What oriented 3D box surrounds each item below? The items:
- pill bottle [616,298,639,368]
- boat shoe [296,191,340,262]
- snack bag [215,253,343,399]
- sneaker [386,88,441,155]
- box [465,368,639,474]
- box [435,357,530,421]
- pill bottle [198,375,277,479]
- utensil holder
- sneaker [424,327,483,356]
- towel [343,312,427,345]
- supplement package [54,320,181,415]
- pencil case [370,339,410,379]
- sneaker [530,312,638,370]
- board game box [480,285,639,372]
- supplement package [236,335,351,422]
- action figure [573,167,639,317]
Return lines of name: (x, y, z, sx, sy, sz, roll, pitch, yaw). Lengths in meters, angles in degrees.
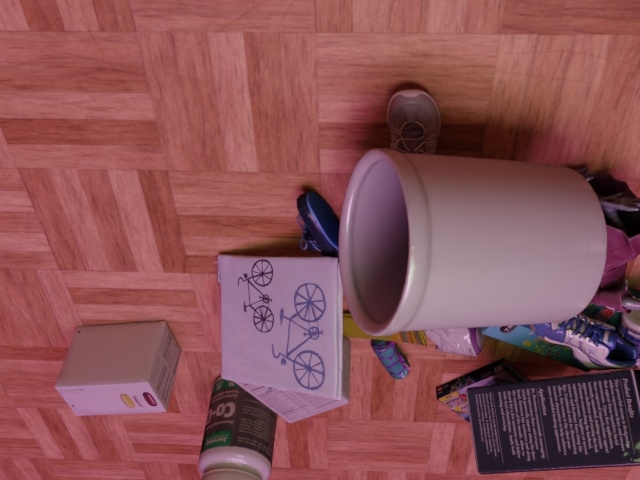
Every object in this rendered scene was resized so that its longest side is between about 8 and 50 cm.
pill bottle: (0.743, 0.223, 1.692, 0.094, 0.094, 0.169, -3, 134, 8)
boat shoe: (0.000, 0.000, 1.630, 0.089, 0.109, 0.258, -14, 131, 22)
snack bag: (-0.100, 0.194, 1.679, 0.343, 0.323, 0.037, 1, -177, 30)
sneaker: (0.191, -0.169, 1.433, 0.105, 0.115, 0.281, -5, 135, 9)
box: (0.601, 0.444, 1.781, 0.395, 0.212, 0.293, -12, 165, 26)
box: (0.472, 0.433, 2.073, 0.233, 0.044, 0.159, -32, 125, 31)
pill bottle: (-0.231, 0.570, 2.041, 0.204, 0.361, 0.204, 2, 135, 2)
utensil holder: (0.266, 0.003, 1.327, 0.385, 0.327, 0.327, 0, 138, -20)
sneaker: (0.295, 0.185, 1.787, 0.152, 0.114, 0.305, -5, 130, 30)
towel: (0.153, 0.229, 1.860, 0.237, 0.021, 0.102, 2, 137, 28)
supplement package: (-0.538, 0.344, 1.948, 0.262, 0.204, 0.145, -5, 134, 10)
pencil case: (0.191, 0.311, 1.957, 0.070, 0.064, 0.151, -5, 138, 32)
sneaker: (0.595, 0.200, 1.628, 0.296, 0.112, 0.131, 31, 160, -25)
board game box: (0.605, 0.183, 1.785, 0.336, 0.079, 0.254, 21, 132, -16)
supplement package: (-0.074, 0.304, 1.874, 0.198, 0.199, 0.262, -26, 128, 26)
action figure: (0.589, 0.046, 1.530, 0.276, 0.248, 0.370, -8, 131, 13)
